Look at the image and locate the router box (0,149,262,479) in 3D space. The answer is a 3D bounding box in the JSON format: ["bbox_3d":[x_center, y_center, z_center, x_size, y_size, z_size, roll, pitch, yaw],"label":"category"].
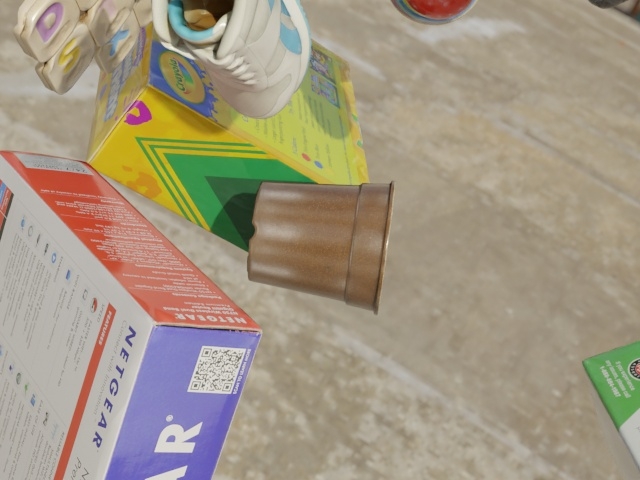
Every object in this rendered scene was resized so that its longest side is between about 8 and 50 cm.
[{"bbox_3d":[-0.196,0.143,0.884,0.082,0.335,0.301,8,20,-37],"label":"router box"}]

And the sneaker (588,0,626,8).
[{"bbox_3d":[0.216,-0.336,1.141,0.111,0.121,0.299,18,50,-49],"label":"sneaker"}]

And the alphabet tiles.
[{"bbox_3d":[-0.157,-0.258,1.032,0.021,0.284,0.278,32,-14,10],"label":"alphabet tiles"}]

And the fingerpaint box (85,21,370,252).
[{"bbox_3d":[-0.130,-0.191,1.757,0.371,0.163,0.444,29,29,-25],"label":"fingerpaint box"}]

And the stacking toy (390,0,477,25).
[{"bbox_3d":[0.143,-0.326,1.507,0.141,0.141,0.330,27,16,-2],"label":"stacking toy"}]

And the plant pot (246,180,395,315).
[{"bbox_3d":[0.000,0.000,1.474,0.165,0.166,0.167,7,21,2],"label":"plant pot"}]

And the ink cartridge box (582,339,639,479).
[{"bbox_3d":[0.292,0.111,0.755,0.153,0.208,0.086,-105,174,-61],"label":"ink cartridge box"}]

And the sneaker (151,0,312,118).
[{"bbox_3d":[-0.063,-0.144,0.766,0.087,0.092,0.228,21,-26,16],"label":"sneaker"}]
